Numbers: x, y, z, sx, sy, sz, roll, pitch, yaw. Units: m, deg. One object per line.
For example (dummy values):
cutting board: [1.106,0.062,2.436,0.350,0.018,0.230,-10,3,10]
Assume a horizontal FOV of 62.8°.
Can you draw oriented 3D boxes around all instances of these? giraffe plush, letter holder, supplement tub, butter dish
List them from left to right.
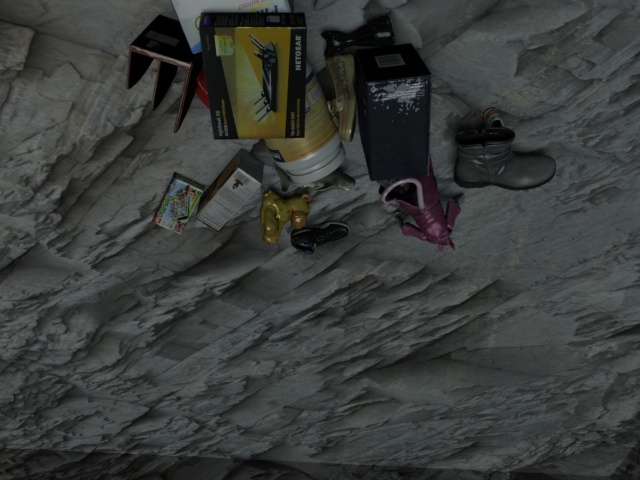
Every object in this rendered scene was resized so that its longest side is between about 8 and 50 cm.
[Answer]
letter holder: [-0.418,-0.452,1.433,0.151,0.302,0.215,15,124,-12]
butter dish: [-0.308,-0.442,1.560,0.118,0.160,0.160,-18,128,39]
giraffe plush: [-0.116,-0.094,1.808,0.170,0.181,0.211,-2,91,-13]
supplement tub: [-0.072,-0.352,1.562,0.228,0.228,0.316,-21,123,13]

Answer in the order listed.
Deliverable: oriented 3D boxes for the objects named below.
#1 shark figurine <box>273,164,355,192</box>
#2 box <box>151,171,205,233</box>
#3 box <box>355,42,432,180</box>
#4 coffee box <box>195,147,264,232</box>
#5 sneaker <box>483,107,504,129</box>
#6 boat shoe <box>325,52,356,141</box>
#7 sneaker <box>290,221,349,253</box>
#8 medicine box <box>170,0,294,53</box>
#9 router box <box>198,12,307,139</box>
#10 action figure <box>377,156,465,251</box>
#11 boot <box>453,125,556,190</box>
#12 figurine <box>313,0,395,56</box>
shark figurine: [-0.004,-0.223,1.756,0.278,0.166,0.116,3,101,17]
box: [-0.496,-0.126,1.825,0.114,0.036,0.207,24,121,-18]
box: [0.204,-0.372,1.515,0.182,0.296,0.294,-6,125,2]
coffee box: [-0.301,-0.165,1.742,0.098,0.141,0.246,34,119,-24]
sneaker: [0.563,-0.339,1.685,0.057,0.075,0.161,-14,124,8]
boat shoe: [0.058,-0.411,1.515,0.089,0.285,0.105,0,156,1]
sneaker: [0.000,0.000,1.879,0.216,0.121,0.079,-4,126,1]
medicine box: [-0.211,-0.621,1.327,0.263,0.289,0.149,-14,126,8]
router box: [-0.158,-0.397,1.295,0.242,0.081,0.309,-2,138,-4]
action figure: [0.365,-0.106,1.742,0.248,0.276,0.370,-31,107,12]
boot: [0.594,-0.264,1.661,0.337,0.118,0.223,-6,148,5]
figurine: [0.088,-0.634,1.459,0.209,0.092,0.215,-10,124,10]
